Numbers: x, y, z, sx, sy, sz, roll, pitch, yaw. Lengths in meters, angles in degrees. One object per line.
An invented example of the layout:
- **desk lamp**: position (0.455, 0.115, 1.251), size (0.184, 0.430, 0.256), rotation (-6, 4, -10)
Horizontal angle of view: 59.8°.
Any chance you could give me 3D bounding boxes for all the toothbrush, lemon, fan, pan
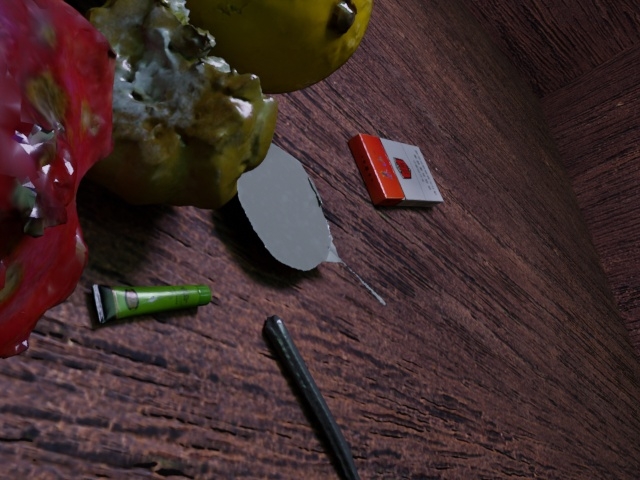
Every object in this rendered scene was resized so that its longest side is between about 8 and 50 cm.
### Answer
- **toothbrush**: position (0.014, 0.217, 0.639), size (0.297, 0.030, 0.030), rotation (61, 7, 4)
- **lemon**: position (-0.076, -0.333, 0.707), size (0.297, 0.297, 0.297), rotation (33, 41, -35)
- **fan**: position (-0.001, 0.000, 0.751), size (0.310, 0.010, 0.182), rotation (46, 37, -28)
- **pan**: position (-0.092, -0.092, 0.722), size (0.114, 0.040, 0.212), rotation (7, 67, -50)

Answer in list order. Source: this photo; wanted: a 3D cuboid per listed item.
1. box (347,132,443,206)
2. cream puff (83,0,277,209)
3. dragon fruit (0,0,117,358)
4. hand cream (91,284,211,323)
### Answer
- **box**: position (0.154, -0.132, 1.091), size (0.245, 0.035, 0.139), rotation (0, 66, -54)
- **cream puff**: position (-0.154, -0.120, 0.552), size (0.221, 0.194, 0.194), rotation (52, 32, 7)
- **dragon fruit**: position (-0.277, -0.085, 0.305), size (0.371, 0.248, 0.386), rotation (53, 35, -18)
- **hand cream**: position (-0.160, 0.057, 0.536), size (0.121, 0.023, 0.036), rotation (0, 68, -49)
